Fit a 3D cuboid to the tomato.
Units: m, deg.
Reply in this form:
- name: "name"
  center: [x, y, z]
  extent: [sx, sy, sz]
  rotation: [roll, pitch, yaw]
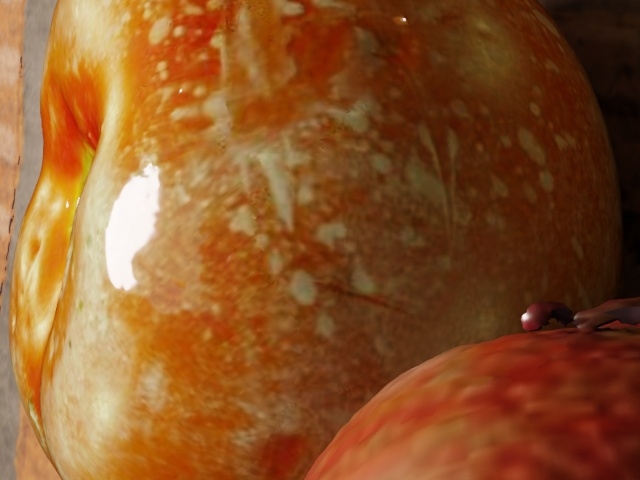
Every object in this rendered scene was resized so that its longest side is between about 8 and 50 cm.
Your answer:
- name: "tomato"
  center: [0.000, 0.000, 0.691]
  extent: [0.270, 0.222, 0.270]
  rotation: [-174, 90, -75]

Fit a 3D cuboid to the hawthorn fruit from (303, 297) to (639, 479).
- name: "hawthorn fruit"
  center: [0.092, 0.191, 0.524]
  extent: [0.285, 0.284, 0.369]
  rotation: [61, 144, 35]
